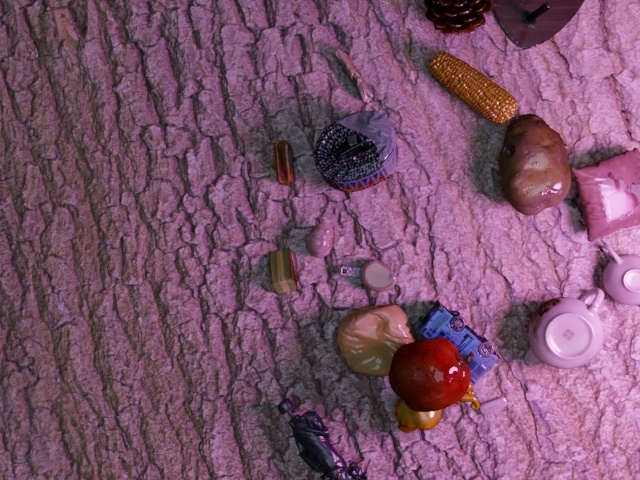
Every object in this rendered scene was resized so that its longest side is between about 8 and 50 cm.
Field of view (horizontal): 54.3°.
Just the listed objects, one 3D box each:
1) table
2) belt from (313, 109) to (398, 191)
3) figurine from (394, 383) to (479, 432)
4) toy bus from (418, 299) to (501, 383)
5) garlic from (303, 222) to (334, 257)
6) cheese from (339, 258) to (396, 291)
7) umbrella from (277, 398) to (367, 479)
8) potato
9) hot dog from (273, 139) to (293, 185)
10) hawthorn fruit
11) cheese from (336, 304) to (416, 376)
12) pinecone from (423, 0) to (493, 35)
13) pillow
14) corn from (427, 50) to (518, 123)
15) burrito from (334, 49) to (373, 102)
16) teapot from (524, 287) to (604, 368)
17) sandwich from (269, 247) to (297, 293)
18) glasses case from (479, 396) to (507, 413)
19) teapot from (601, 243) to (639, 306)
[{"bbox_3d":[0.629,-0.726,1.747,0.318,0.249,0.316,0,89,6],"label":"table"},{"bbox_3d":[0.110,-0.264,1.853,0.258,0.150,0.207,-28,77,4],"label":"belt"},{"bbox_3d":[0.333,0.483,1.833,0.247,0.131,0.156,-26,122,4],"label":"figurine"},{"bbox_3d":[0.397,0.294,1.829,0.234,0.116,0.133,43,97,3],"label":"toy bus"},{"bbox_3d":[-0.004,0.000,1.899,0.094,0.074,0.113,6,105,-3],"label":"garlic"},{"bbox_3d":[0.148,0.096,1.893,0.171,0.047,0.092,26,91,6],"label":"cheese"},{"bbox_3d":[-0.005,0.620,1.881,0.143,0.094,0.348,-41,83,11],"label":"umbrella"},{"bbox_3d":[0.614,-0.220,1.801,0.192,0.141,0.295,-8,85,17],"label":"potato"},{"bbox_3d":[-0.112,-0.239,1.931,0.062,0.038,0.144,-6,91,3],"label":"hot dog"},{"bbox_3d":[0.313,0.356,1.701,0.253,0.205,0.205,-35,85,41],"label":"hawthorn fruit"},{"bbox_3d":[0.166,0.299,1.861,0.226,0.117,0.213,-18,91,11],"label":"cheese"},{"bbox_3d":[0.402,-0.702,1.806,0.208,0.208,0.207,0,89,6],"label":"pinecone"},{"bbox_3d":[0.843,-0.132,1.789,0.224,0.084,0.236,-20,97,-3],"label":"pillow"},{"bbox_3d":[0.453,-0.445,1.840,0.310,0.101,0.101,39,94,12],"label":"corn"},{"bbox_3d":[0.102,-0.501,1.905,0.041,0.045,0.185,-28,83,-30],"label":"burrito"},{"bbox_3d":[0.706,0.256,1.787,0.298,0.139,0.204,-44,83,6],"label":"teapot"},{"bbox_3d":[-0.116,0.094,1.943,0.074,0.074,0.116,-12,56,7],"label":"sandwich"},{"bbox_3d":[0.514,0.491,1.860,0.083,0.021,0.032,-23,90,6],"label":"glasses case"},{"bbox_3d":[0.885,0.104,1.793,0.145,0.092,0.226,-32,83,4],"label":"teapot"}]
